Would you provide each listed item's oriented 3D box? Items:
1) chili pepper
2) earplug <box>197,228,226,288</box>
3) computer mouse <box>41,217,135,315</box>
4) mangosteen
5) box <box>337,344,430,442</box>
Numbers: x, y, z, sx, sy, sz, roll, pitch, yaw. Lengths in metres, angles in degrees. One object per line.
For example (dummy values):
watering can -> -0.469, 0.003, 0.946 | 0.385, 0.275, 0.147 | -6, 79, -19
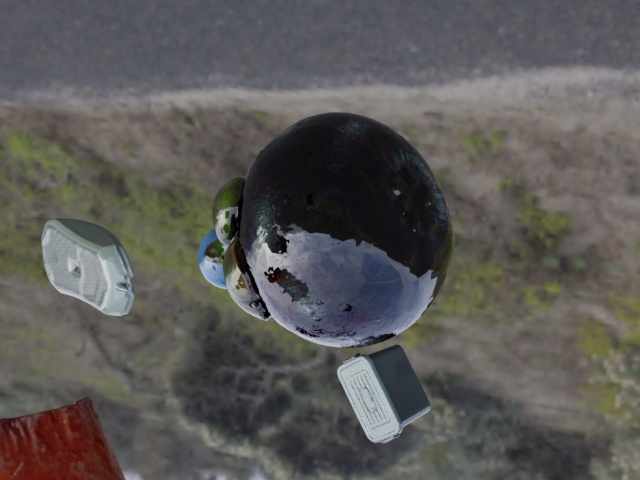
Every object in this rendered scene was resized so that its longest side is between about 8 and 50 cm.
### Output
chili pepper -> -0.324, 0.314, 1.422 | 0.251, 0.305, 0.229 | -29, 160, 12
earplug -> -0.075, 0.020, 2.135 | 0.273, 0.132, 0.132 | -6, 180, -32
computer mouse -> -0.244, 0.026, 1.415 | 0.056, 0.089, 0.182 | -19, -155, -34
mangosteen -> 0.015, -0.001, 1.609 | 0.300, 0.300, 0.300 | 10, 170, 2
box -> 0.087, 0.200, 1.713 | 0.069, 0.122, 0.084 | -21, 172, -35
